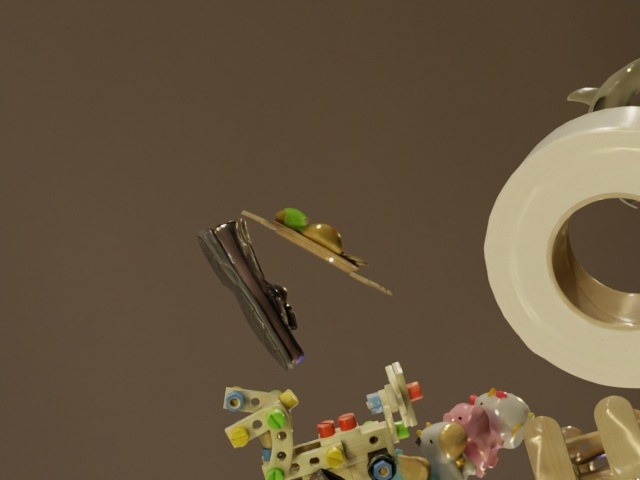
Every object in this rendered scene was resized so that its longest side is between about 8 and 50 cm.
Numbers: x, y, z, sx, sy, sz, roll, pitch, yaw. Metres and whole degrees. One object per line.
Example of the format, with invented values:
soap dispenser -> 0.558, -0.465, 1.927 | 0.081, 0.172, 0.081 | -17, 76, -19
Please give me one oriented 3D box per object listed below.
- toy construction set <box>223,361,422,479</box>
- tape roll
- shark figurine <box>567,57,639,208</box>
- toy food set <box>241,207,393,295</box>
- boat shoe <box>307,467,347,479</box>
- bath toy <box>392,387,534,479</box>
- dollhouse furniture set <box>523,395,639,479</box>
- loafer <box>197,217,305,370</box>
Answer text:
toy construction set -> 0.017, 0.304, 1.737 | 0.151, 0.328, 0.215 | -42, -64, -75
tape roll -> 0.321, 0.007, 1.121 | 0.100, 0.286, 0.286 | -40, -66, -60
shark figurine -> 0.499, -0.191, 1.877 | 0.116, 0.166, 0.278 | 18, -104, -64
toy food set -> 0.000, 0.000, 1.333 | 0.192, 0.132, 0.038 | 30, -92, -21
boat shoe -> 0.049, 0.399, 1.658 | 0.152, 0.049, 0.056 | 27, -156, -18
bath toy -> 0.264, 0.368, 1.995 | 0.348, 0.129, 0.151 | -24, -43, -45
dollhouse furniture set -> 0.581, 0.314, 2.001 | 0.362, 0.394, 0.256 | 30, -137, -65
loafer -> -0.103, 0.082, 1.862 | 0.302, 0.095, 0.109 | 54, 163, 22
